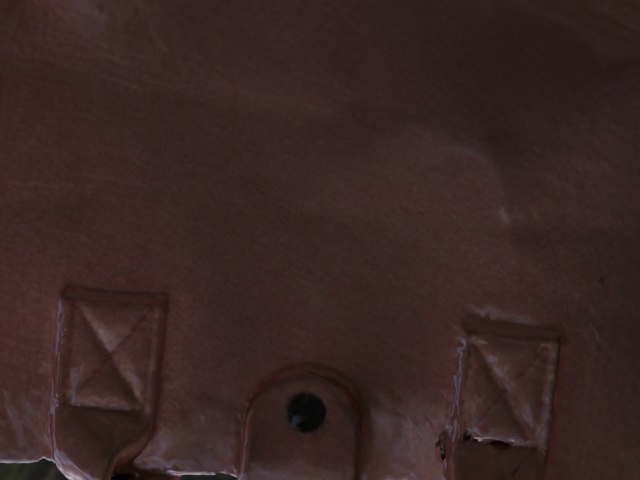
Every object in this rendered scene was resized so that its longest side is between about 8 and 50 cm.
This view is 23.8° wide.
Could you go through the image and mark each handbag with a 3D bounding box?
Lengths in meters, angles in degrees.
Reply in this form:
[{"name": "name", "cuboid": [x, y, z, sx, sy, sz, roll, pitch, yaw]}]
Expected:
[{"name": "handbag", "cuboid": [0.000, 0.000, 0.428, 0.212, 0.157, 0.059, 5, -177, -3]}]
